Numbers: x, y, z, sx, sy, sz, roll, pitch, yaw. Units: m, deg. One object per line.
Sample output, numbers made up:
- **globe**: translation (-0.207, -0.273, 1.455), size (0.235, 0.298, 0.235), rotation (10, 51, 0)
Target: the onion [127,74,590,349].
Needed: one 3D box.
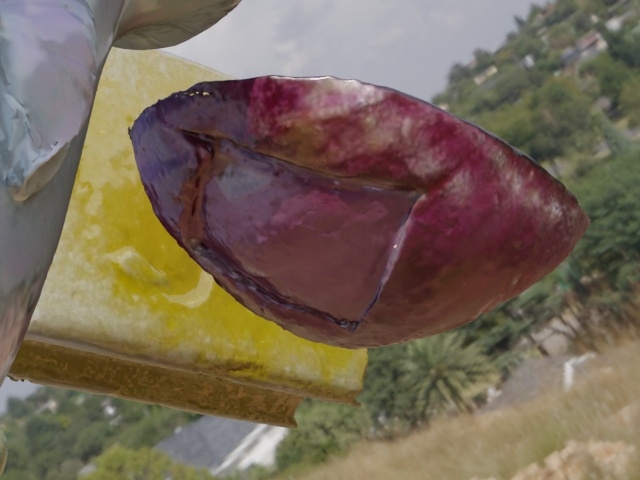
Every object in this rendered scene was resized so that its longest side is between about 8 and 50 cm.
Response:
- **onion**: translation (0.000, 0.000, 0.638), size (0.250, 0.247, 0.111), rotation (-8, 65, 49)

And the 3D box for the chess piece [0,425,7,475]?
- **chess piece**: translation (-0.470, 0.283, 1.261), size (0.182, 0.182, 0.330), rotation (-37, 4, 3)

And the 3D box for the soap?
- **soap**: translation (-0.125, -0.006, 0.922), size (0.335, 0.294, 0.156), rotation (18, -27, -34)

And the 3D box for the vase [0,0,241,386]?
- **vase**: translation (-0.180, -0.049, 0.392), size (0.250, 0.250, 0.445), rotation (-34, 21, 43)
